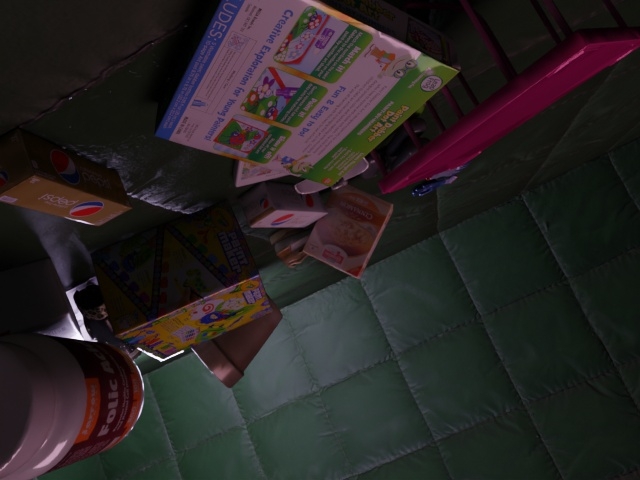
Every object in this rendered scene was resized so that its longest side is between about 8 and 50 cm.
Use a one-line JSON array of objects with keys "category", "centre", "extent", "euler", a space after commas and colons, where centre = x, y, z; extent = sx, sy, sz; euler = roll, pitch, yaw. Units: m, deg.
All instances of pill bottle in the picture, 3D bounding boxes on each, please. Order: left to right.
[{"category": "pill bottle", "centre": [-0.466, 0.271, 0.847], "extent": [0.224, 0.224, 0.392], "euler": [-23, 167, -6]}]

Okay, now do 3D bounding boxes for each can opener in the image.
[{"category": "can opener", "centre": [0.137, -0.163, 1.014], "extent": [0.095, 0.076, 0.283], "euler": [-14, 176, -5]}]

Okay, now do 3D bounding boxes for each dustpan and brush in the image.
[{"category": "dustpan and brush", "centre": [0.035, -0.129, 1.046], "extent": [0.147, 0.060, 0.211], "euler": [-22, -169, 11]}]

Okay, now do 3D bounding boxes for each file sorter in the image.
[{"category": "file sorter", "centre": [0.188, -0.223, 0.635], "extent": [0.202, 0.182, 0.290], "euler": [-22, 171, -41]}]

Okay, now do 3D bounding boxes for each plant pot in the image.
[{"category": "plant pot", "centre": [-0.290, 0.267, 1.671], "extent": [0.280, 0.323, 0.323], "euler": [-40, 171, -12]}]

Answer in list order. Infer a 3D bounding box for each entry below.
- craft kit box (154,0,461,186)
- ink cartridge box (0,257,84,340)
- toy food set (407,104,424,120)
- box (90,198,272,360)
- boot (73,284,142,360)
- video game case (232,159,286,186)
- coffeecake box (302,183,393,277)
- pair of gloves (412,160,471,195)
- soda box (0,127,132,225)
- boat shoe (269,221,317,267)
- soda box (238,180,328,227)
[{"category": "craft kit box", "centre": [-0.024, -0.167, 0.559], "extent": [0.246, 0.061, 0.250], "euler": [16, 148, -29]}, {"category": "ink cartridge box", "centre": [-0.570, 0.153, 0.946], "extent": [0.197, 0.114, 0.273], "euler": [-19, 166, -26]}, {"category": "toy food set", "centre": [0.123, -0.219, 0.895], "extent": [0.192, 0.039, 0.132], "euler": [-22, 168, -11]}, {"category": "box", "centre": [-0.269, 0.097, 1.066], "extent": [0.279, 0.177, 0.290], "euler": [-22, 160, -9]}, {"category": "boot", "centre": [-0.509, 0.166, 1.170], "extent": [0.085, 0.236, 0.179], "euler": [-36, 132, -28]}, {"category": "video game case", "centre": [-0.034, -0.162, 0.820], "extent": [0.206, 0.026, 0.227], "euler": [-16, 166, -18]}, {"category": "coffeecake box", "centre": [0.065, -0.024, 1.177], "extent": [0.186, 0.142, 0.068], "euler": [-64, 168, -4]}, {"category": "pair of gloves", "centre": [0.367, -0.192, 1.553], "extent": [0.159, 0.023, 0.198], "euler": [-19, 166, -20]}, {"category": "soda box", "centre": [-0.312, -0.069, 0.618], "extent": [0.058, 0.061, 0.181], "euler": [-26, 168, 7]}, {"category": "boat shoe", "centre": [0.000, 0.000, 1.452], "extent": [0.302, 0.103, 0.113], "euler": [-17, 166, -33]}, {"category": "soda box", "centre": [-0.073, -0.072, 1.073], "extent": [0.073, 0.069, 0.216], "euler": [-30, 166, 26]}]
